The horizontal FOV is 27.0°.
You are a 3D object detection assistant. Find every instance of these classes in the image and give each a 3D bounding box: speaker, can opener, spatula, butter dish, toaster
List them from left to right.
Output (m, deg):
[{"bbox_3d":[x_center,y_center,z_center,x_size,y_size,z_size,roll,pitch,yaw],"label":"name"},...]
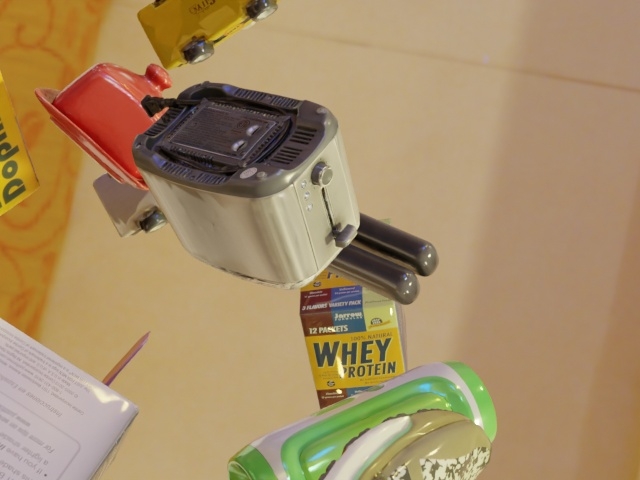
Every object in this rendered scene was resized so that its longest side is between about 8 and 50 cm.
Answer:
[{"bbox_3d":[-0.321,0.200,1.600,0.030,0.296,0.084,57,4,-9],"label":"spatula"},{"bbox_3d":[-0.208,-0.141,1.444,0.118,0.160,0.160,-47,-177,5],"label":"butter dish"},{"bbox_3d":[-0.069,-0.050,1.221,0.129,0.227,0.146,-50,137,-31],"label":"toaster"},{"bbox_3d":[0.000,0.000,1.441,0.076,0.283,0.095,-55,149,-19],"label":"can opener"},{"bbox_3d":[0.050,0.238,1.510,0.296,0.131,0.131,-21,133,-23],"label":"speaker"}]

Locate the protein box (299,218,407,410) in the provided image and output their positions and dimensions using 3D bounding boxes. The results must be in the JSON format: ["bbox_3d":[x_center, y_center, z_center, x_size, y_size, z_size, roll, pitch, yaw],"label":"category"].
[{"bbox_3d":[0.052,0.109,1.965,0.200,0.136,0.201,-89,170,-51],"label":"protein box"}]

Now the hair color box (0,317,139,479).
[{"bbox_3d":[-0.298,0.221,0.959,0.347,0.174,0.105,-57,178,-39],"label":"hair color box"}]

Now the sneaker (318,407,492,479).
[{"bbox_3d":[0.038,0.276,0.865,0.410,0.182,0.158,-46,152,-43],"label":"sneaker"}]

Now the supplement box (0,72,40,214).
[{"bbox_3d":[-0.516,-0.148,1.499,0.195,0.356,0.194,-39,141,-27],"label":"supplement box"}]

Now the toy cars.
[{"bbox_3d":[-0.140,-0.179,1.565,0.087,0.176,0.393,-14,123,-66],"label":"toy cars"}]
